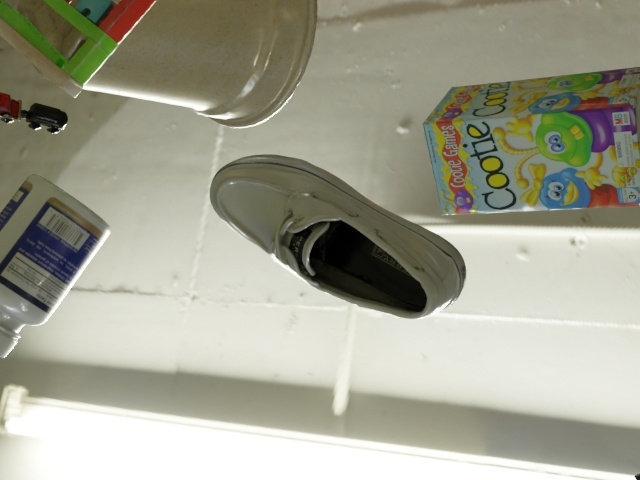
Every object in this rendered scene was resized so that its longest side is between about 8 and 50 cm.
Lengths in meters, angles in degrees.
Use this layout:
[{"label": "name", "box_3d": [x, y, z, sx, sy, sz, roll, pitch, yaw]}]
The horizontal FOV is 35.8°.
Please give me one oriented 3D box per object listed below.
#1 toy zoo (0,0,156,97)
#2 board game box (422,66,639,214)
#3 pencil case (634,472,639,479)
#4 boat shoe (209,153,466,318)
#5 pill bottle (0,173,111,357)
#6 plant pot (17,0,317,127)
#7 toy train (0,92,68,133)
[{"label": "toy zoo", "box_3d": [-0.222, -0.312, 1.007, 0.192, 0.030, 0.293, 40, -90, 21]}, {"label": "board game box", "box_3d": [0.300, -0.133, 1.338, 0.275, 0.144, 0.142, -2, -62, 27]}, {"label": "pencil case", "box_3d": [0.402, 0.348, 1.096, 0.183, 0.410, 0.160, -5, -113, 13]}, {"label": "boat shoe", "box_3d": [0.000, 0.000, 0.911, 0.267, 0.088, 0.096, 29, -66, 18]}, {"label": "pill bottle", "box_3d": [-0.331, 0.030, 1.105, 0.112, 0.112, 0.186, 28, -102, 32]}, {"label": "plant pot", "box_3d": [-0.227, -0.322, 1.354, 0.334, 0.305, 0.334, 7, -81, 46]}, {"label": "toy train", "box_3d": [-0.352, -0.146, 1.081, 0.036, 0.158, 0.027, -21, -116, 52]}]
